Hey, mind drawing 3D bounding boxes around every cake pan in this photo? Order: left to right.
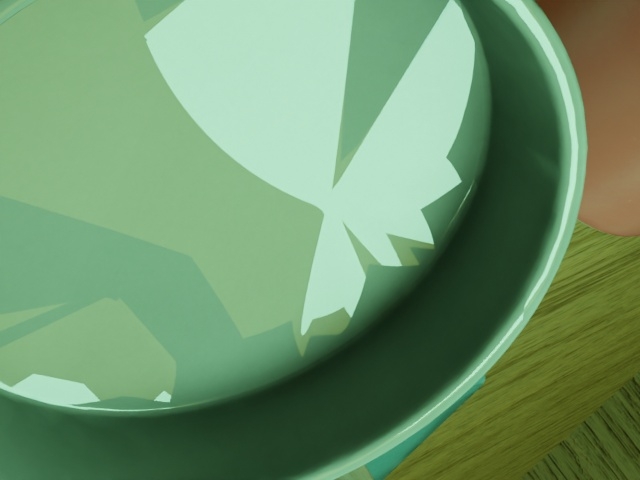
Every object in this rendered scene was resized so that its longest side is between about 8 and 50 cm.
[{"bbox_3d":[-0.042,-0.011,0.705,0.293,0.054,0.293,-12,132,-13],"label":"cake pan"}]

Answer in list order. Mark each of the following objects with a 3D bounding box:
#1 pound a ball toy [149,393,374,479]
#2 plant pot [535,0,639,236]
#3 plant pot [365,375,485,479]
[{"bbox_3d":[-0.103,0.103,0.853,0.208,0.319,0.136,-28,163,-31],"label":"pound a ball toy"},{"bbox_3d":[0.215,-0.142,0.983,0.243,0.275,0.275,-35,169,36],"label":"plant pot"},{"bbox_3d":[-0.049,0.092,1.247,0.234,0.165,0.165,-11,151,-44],"label":"plant pot"}]
